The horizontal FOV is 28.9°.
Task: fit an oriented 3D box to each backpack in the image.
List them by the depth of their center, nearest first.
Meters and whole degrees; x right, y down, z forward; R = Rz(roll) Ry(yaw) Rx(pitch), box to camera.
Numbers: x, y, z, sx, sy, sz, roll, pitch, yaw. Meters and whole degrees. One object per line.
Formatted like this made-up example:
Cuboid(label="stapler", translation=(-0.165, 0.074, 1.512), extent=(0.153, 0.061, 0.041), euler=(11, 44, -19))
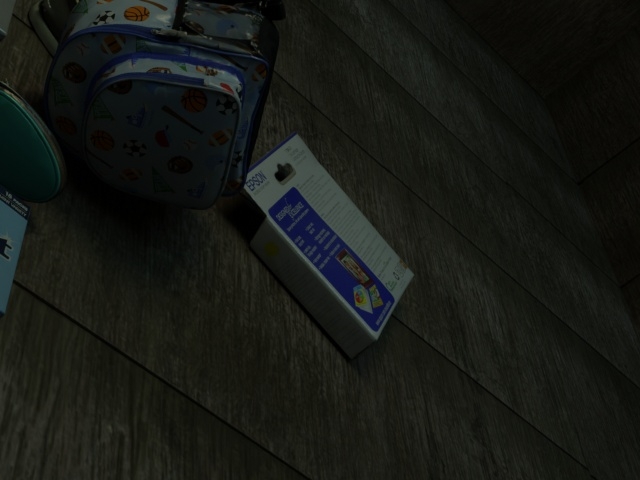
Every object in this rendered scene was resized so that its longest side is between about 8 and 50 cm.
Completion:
Cuboid(label="backpack", translation=(-0.201, -0.175, 1.513), extent=(0.263, 0.276, 0.213), euler=(15, 36, -2))

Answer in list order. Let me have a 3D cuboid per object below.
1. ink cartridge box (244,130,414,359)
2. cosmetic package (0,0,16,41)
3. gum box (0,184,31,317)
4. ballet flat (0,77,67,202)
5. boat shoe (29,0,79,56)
Cuboid(label="ink cartridge box", translation=(0.000, 0.000, 1.883), extent=(0.307, 0.072, 0.303), euler=(47, 23, -2))
Cuboid(label="cosmetic package", translation=(-0.435, -0.306, 1.479), extent=(0.127, 0.107, 0.238), euler=(39, 28, -27))
Cuboid(label="gum box", translation=(-0.370, -0.016, 1.226), extent=(0.157, 0.041, 0.184), euler=(39, 24, -26))
Cuboid(label="ballet flat", translation=(-0.385, -0.156, 1.358), extent=(0.280, 0.095, 0.096), euler=(44, 11, -17))
Cuboid(label="boat shoe", translation=(-0.270, -0.223, 1.673), extent=(0.305, 0.091, 0.109), euler=(53, 22, 4))
